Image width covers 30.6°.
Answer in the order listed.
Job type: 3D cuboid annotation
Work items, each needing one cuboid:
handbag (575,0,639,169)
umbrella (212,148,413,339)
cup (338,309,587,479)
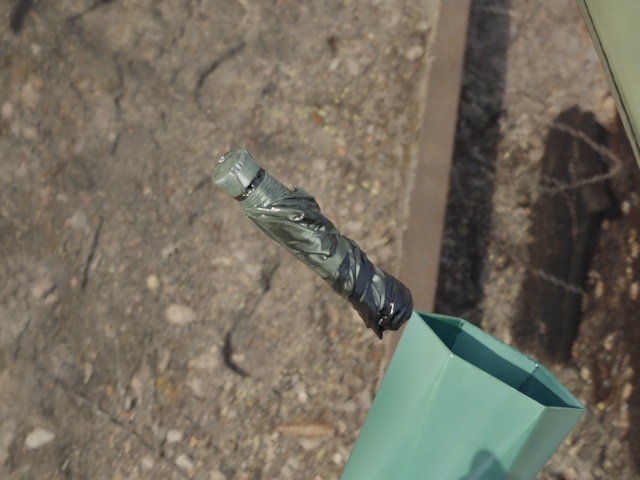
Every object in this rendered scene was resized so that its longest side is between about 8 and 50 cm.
[{"bbox_3d":[0.239,-0.119,0.378,0.109,0.315,0.241,18,51,-49],"label":"handbag"},{"bbox_3d":[0.000,0.000,0.851,0.188,0.050,0.046,44,45,-25],"label":"umbrella"},{"bbox_3d":[0.076,0.185,0.901,0.134,0.235,0.148,26,14,-22],"label":"cup"}]
